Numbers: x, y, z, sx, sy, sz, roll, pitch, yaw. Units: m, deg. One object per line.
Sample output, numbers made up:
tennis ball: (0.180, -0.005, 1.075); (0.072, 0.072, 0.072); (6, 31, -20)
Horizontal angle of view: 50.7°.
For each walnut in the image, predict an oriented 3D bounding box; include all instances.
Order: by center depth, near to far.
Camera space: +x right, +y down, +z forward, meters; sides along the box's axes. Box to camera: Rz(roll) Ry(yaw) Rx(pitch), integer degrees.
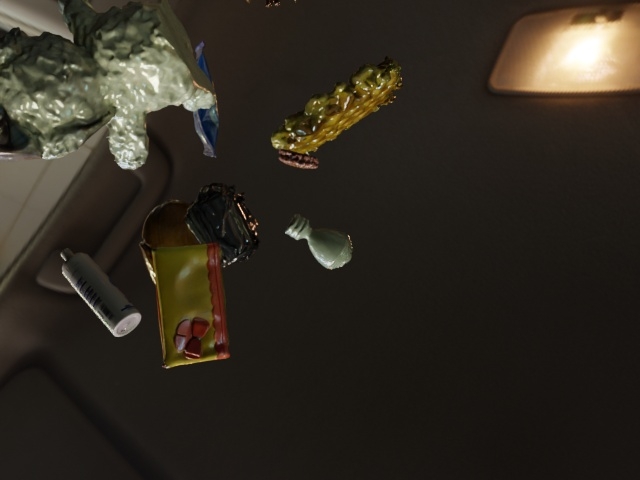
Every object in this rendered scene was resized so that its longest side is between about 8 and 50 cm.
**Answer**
walnut: (-0.397, 0.047, 1.916); (0.209, 0.209, 0.337); (-26, -105, 34)

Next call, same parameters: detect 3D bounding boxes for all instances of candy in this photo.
candy: (-0.346, -0.414, 2.010); (0.187, 0.077, 0.331); (-153, -126, -69)

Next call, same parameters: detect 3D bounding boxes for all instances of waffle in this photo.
waffle: (-0.041, -0.152, 1.269); (0.075, 0.083, 0.029); (16, -84, 6)
waffle: (0.042, -0.271, 1.403); (0.302, 0.325, 0.068); (-33, -91, 13)

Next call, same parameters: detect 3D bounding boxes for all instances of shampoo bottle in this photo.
shampoo bottle: (-0.619, 0.130, 1.862); (0.303, 0.092, 0.092); (43, -80, 21)

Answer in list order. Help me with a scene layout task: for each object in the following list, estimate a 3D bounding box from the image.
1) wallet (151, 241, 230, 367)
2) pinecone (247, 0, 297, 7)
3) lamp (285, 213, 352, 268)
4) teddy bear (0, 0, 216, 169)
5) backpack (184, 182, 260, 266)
wallet: (-0.255, 0.127, 1.345); (0.067, 0.141, 0.241); (175, -91, -75)
pinecone: (-0.122, -0.633, 1.473); (0.264, 0.264, 0.264); (-25, -130, 34)
lamp: (0.000, 0.000, 1.802); (0.106, 0.193, 0.106); (-54, -171, 13)
teddy bear: (-0.402, -0.272, 1.182); (0.362, 0.328, 0.375); (-25, -169, 2)
backpack: (-0.218, -0.047, 1.627); (0.133, 0.206, 0.258); (-27, -171, 6)
